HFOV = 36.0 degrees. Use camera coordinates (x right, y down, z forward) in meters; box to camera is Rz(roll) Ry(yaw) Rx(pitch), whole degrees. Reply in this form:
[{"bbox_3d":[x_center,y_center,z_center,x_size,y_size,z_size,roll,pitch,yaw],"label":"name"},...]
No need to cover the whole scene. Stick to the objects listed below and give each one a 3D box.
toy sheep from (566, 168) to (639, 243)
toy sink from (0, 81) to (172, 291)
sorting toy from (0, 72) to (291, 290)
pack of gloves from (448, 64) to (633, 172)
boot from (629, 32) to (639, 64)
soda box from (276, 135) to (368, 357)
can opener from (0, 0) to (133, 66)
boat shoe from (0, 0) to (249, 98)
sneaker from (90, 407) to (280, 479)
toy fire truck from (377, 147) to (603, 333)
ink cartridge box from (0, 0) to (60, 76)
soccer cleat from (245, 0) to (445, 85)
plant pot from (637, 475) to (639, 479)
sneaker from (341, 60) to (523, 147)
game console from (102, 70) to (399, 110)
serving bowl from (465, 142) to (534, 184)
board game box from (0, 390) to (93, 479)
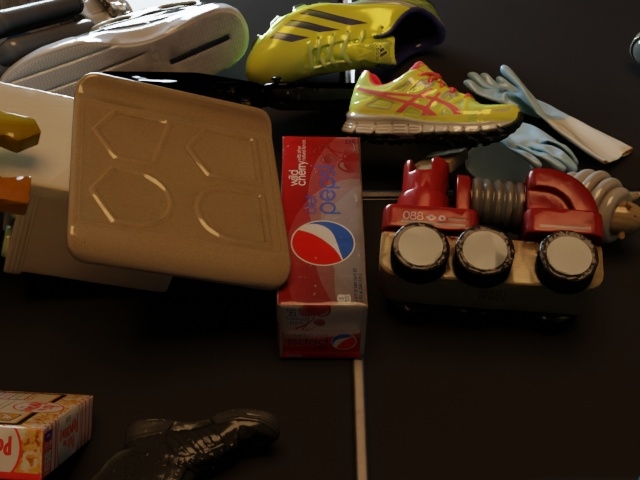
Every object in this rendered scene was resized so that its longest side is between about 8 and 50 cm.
[{"bbox_3d":[0.297,-0.039,1.093,0.132,0.091,0.091,20,46,38],"label":"toy sheep"},{"bbox_3d":[-0.262,-0.052,1.030,0.234,0.131,0.152,10,41,-21],"label":"toy sink"},{"bbox_3d":[-0.185,-0.064,0.955,0.307,0.041,0.229,10,49,-21],"label":"sorting toy"},{"bbox_3d":[0.246,-0.160,1.197,0.232,0.046,0.195,35,33,29],"label":"pack of gloves"},{"bbox_3d":[0.463,-0.178,1.253,0.190,0.076,0.208,19,54,22],"label":"boot"},{"bbox_3d":[0.000,0.000,1.050,0.092,0.083,0.263,1,44,-1],"label":"soda box"},{"bbox_3d":[-0.344,-0.284,1.318,0.093,0.074,0.280,-24,9,30],"label":"can opener"},{"bbox_3d":[-0.257,-0.226,1.279,0.335,0.121,0.119,-21,28,-21],"label":"boat shoe"},{"bbox_3d":[-0.120,0.201,0.869,0.170,0.051,0.089,-5,44,2],"label":"sneaker"},{"bbox_3d":[0.175,-0.032,1.045,0.217,0.158,0.246,3,60,4],"label":"toy fire truck"},{"bbox_3d":[-0.414,-0.342,1.356,0.086,0.148,0.203,10,44,13],"label":"ink cartridge box"},{"bbox_3d":[0.038,-0.264,1.316,0.289,0.093,0.121,-24,51,-23],"label":"soccer cleat"},{"bbox_3d":[0.289,0.295,0.640,0.272,0.271,0.255,27,66,25],"label":"plant pot"},{"bbox_3d":[0.125,-0.156,1.110,0.209,0.081,0.094,5,86,20],"label":"sneaker"},{"bbox_3d":[-0.068,-0.181,1.194,0.361,0.044,0.213,-3,13,-26],"label":"game console"},{"bbox_3d":[0.213,-0.083,1.174,0.083,0.027,0.083,-1,45,1],"label":"serving bowl"},{"bbox_3d":[-0.311,0.162,0.850,0.194,0.045,0.147,2,2,3],"label":"board game box"}]
